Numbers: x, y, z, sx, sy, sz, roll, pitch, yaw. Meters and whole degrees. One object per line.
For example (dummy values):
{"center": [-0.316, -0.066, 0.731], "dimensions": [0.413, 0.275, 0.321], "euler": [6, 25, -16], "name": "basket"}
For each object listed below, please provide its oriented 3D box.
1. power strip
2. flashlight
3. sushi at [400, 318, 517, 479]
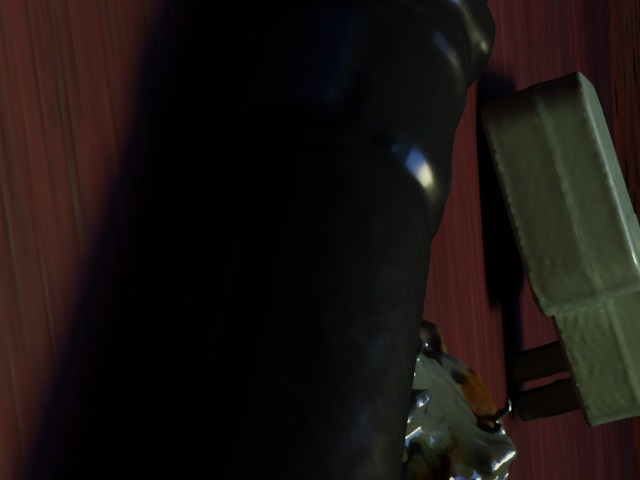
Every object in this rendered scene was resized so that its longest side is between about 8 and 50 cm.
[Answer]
{"center": [0.190, 0.013, 1.208], "dimensions": [0.229, 0.141, 0.261], "euler": [-13, 86, -76], "name": "power strip"}
{"center": [0.000, 0.000, 0.483], "dimensions": [0.103, 0.103, 0.424], "euler": [72, 21, -45], "name": "flashlight"}
{"center": [0.016, 0.101, 0.513], "dimensions": [0.103, 0.097, 0.226], "euler": [78, 20, -49], "name": "sushi"}
